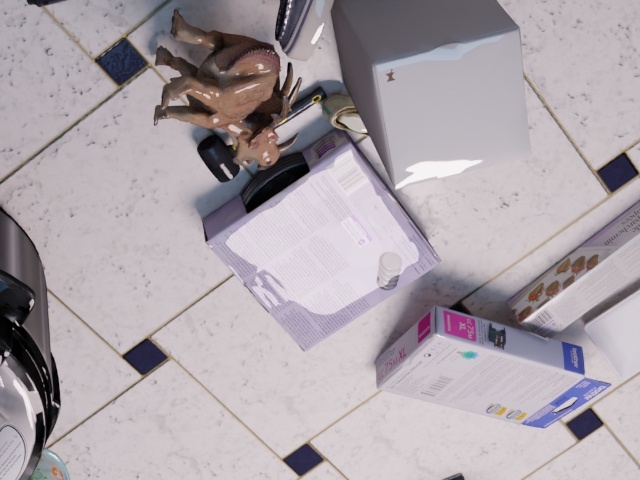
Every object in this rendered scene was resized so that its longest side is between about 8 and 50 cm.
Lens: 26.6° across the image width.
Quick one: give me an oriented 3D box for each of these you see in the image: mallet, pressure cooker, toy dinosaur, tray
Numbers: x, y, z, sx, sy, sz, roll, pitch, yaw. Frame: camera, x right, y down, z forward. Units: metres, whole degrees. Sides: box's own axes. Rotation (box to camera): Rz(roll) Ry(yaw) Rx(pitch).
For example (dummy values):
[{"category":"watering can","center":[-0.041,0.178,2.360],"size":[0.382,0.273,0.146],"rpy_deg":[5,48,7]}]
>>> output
[{"category":"mallet","center":[-0.071,-0.142,1.832],"size":[0.189,0.039,0.062],"rpy_deg":[-26,122,-1]},{"category":"pressure cooker","center":[-0.520,0.165,1.687],"size":[0.375,0.420,0.370],"rpy_deg":[-7,121,-9]},{"category":"toy dinosaur","center":[-0.099,-0.195,1.679],"size":[0.200,0.295,0.127],"rpy_deg":[7,75,-13]},{"category":"tray","center":[0.551,0.100,2.122],"size":[0.270,0.030,0.145],"rpy_deg":[-34,121,9]}]

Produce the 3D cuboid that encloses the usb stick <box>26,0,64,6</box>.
[{"category":"usb stick","center":[-0.232,-0.351,1.661],"size":[0.278,0.045,0.077],"rpy_deg":[-15,130,-3]}]

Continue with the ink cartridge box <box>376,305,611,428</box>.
[{"category":"ink cartridge box","center":[0.262,0.199,2.059],"size":[0.311,0.065,0.186],"rpy_deg":[18,142,-20]}]

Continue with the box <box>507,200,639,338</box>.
[{"category":"box","center":[0.430,0.031,2.032],"size":[0.324,0.063,0.067],"rpy_deg":[-39,123,12]}]

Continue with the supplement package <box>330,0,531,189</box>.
[{"category":"supplement package","center":[0.127,-0.221,1.673],"size":[0.177,0.293,0.175],"rpy_deg":[-14,123,-3]}]

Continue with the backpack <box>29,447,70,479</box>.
[{"category":"backpack","center":[-0.486,0.390,1.967],"size":[0.253,0.191,0.225],"rpy_deg":[0,124,-5]}]

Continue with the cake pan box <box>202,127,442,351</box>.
[{"category":"cake pan box","center":[0.000,0.000,1.915],"size":[0.245,0.070,0.267],"rpy_deg":[-36,122,7]}]

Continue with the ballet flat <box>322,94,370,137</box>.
[{"category":"ballet flat","center":[0.081,-0.154,1.843],"size":[0.168,0.052,0.057],"rpy_deg":[10,117,-20]}]

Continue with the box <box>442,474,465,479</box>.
[{"category":"box","center":[0.227,0.512,2.195],"size":[0.108,0.207,0.153],"rpy_deg":[-22,122,2]}]

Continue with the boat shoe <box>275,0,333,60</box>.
[{"category":"boat shoe","center":[-0.046,-0.394,1.641],"size":[0.158,0.127,0.340],"rpy_deg":[10,110,-12]}]
